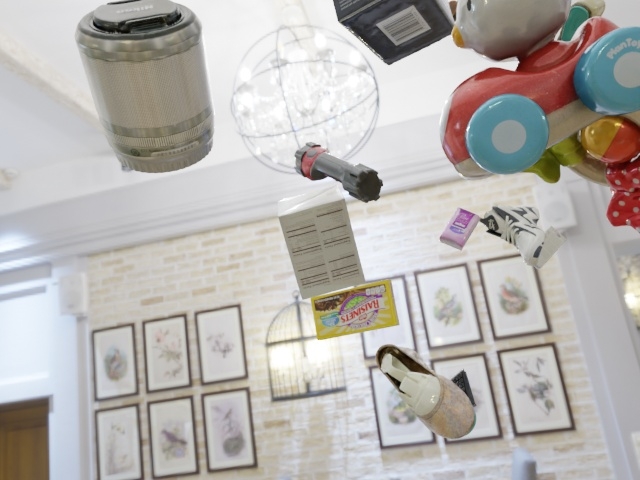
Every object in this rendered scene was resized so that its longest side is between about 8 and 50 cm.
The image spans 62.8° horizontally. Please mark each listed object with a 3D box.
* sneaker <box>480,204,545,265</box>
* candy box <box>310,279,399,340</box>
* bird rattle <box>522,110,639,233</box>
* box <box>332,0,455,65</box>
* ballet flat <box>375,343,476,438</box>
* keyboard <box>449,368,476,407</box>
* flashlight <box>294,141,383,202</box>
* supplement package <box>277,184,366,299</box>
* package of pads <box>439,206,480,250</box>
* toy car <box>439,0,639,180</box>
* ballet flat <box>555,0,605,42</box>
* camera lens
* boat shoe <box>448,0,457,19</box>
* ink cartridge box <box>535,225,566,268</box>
[{"bbox_3d":[0.496,-0.023,1.379,0.152,0.235,0.094,10,-49,11],"label":"sneaker"},{"bbox_3d":[0.077,0.163,1.216,0.205,0.105,0.027,-17,-13,26],"label":"candy box"},{"bbox_3d":[0.397,-0.119,0.725,0.143,0.253,0.207,-42,-25,-14],"label":"bird rattle"},{"bbox_3d":[0.154,-0.701,1.307,0.211,0.396,0.293,-18,-13,28],"label":"box"},{"bbox_3d":[0.195,0.301,1.087,0.106,0.108,0.316,30,-1,-20],"label":"ballet flat"},{"bbox_3d":[0.275,0.353,1.109,0.023,0.108,0.180,0,-34,-14],"label":"keyboard"},{"bbox_3d":[0.043,-0.171,1.331,0.103,0.103,0.304,-9,27,-31],"label":"flashlight"},{"bbox_3d":[0.000,0.000,1.568,0.197,0.263,0.199,-15,18,0],"label":"supplement package"},{"bbox_3d":[0.281,-0.023,1.059,0.050,0.083,0.032,26,-22,26],"label":"package of pads"},{"bbox_3d":[0.194,-0.207,0.553,0.210,0.238,0.219,-28,2,13],"label":"toy car"},{"bbox_3d":[0.595,-0.462,1.243,0.086,0.086,0.249,-7,-30,-7],"label":"ballet flat"},{"bbox_3d":[-0.319,-0.295,0.991,0.219,0.220,0.275,-7,-49,-8],"label":"camera lens"},{"bbox_3d":[0.443,-0.798,1.964,0.207,0.073,0.073,-38,-23,18],"label":"boat shoe"},{"bbox_3d":[0.643,0.019,1.509,0.115,0.063,0.029,-47,-2,-2],"label":"ink cartridge box"}]
